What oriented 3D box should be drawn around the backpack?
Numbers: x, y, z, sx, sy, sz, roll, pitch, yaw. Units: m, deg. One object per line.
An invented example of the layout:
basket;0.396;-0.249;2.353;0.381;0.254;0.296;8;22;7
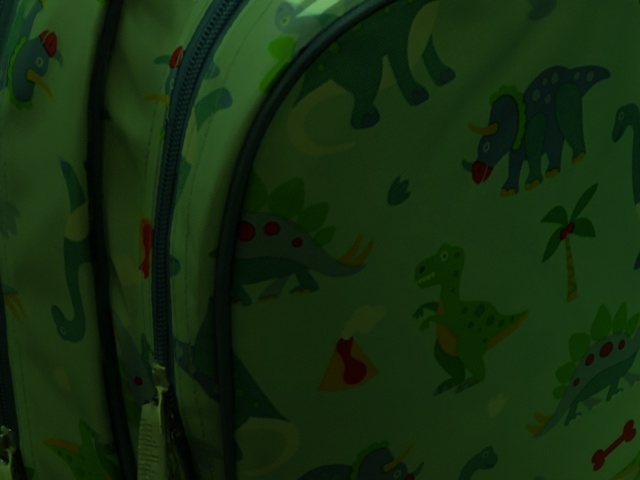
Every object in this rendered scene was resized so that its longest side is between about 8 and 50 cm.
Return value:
backpack;0.000;0.000;0.630;0.290;0.355;0.273;-19;17;-26
